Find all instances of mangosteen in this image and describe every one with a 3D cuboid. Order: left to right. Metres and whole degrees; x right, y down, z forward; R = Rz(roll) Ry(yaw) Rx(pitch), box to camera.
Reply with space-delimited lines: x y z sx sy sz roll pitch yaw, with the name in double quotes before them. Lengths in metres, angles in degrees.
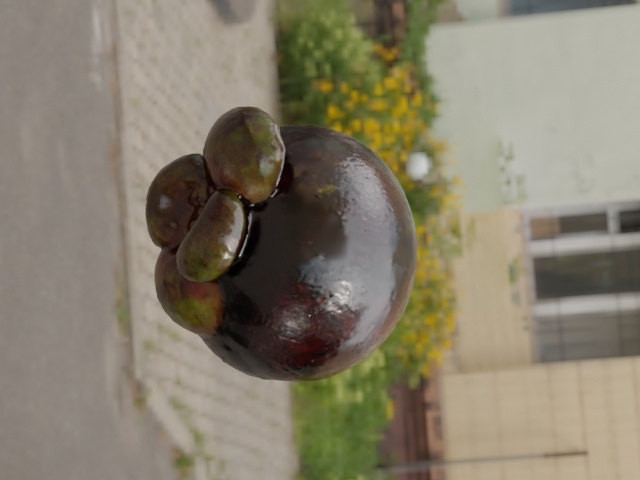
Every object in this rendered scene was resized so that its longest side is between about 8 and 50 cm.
"mangosteen" -0.027 0.008 1.175 0.210 0.209 0.210 -5 90 -83
